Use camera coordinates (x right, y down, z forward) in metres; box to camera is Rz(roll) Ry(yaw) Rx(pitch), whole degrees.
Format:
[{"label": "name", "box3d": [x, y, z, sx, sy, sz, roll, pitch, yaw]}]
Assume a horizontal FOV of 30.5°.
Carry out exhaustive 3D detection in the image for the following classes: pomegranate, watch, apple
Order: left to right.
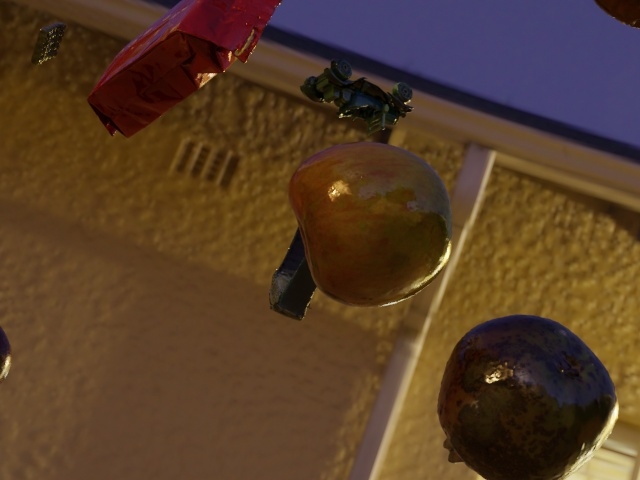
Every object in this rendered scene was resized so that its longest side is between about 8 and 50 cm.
[{"label": "watch", "box3d": [-0.001, 0.007, 1.954, 0.068, 0.275, 0.276, 25, 4, -9]}, {"label": "apple", "box3d": [0.061, -0.021, 1.362, 0.196, 0.196, 0.196, 18, -20, 7]}, {"label": "pomegranate", "box3d": [0.292, 0.274, 1.845, 0.285, 0.285, 0.341, 25, -40, -11]}]

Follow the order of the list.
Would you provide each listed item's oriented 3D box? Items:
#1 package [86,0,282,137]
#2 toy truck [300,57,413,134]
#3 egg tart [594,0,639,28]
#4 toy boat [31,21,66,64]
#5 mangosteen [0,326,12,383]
[{"label": "package", "box3d": [-0.247, -0.330, 2.072, 0.123, 0.196, 0.423, 43, -38, -21]}, {"label": "toy truck", "box3d": [0.050, -0.191, 1.640, 0.154, 0.078, 0.080, 16, -27, -35]}, {"label": "egg tart", "box3d": [0.325, -0.277, 1.080, 0.202, 0.147, 0.203, 8, -62, 16]}, {"label": "toy boat", "box3d": [-0.439, -0.319, 1.899, 0.016, 0.063, 0.115, 21, 16, -4]}, {"label": "mangosteen", "box3d": [-0.603, 0.187, 2.001, 0.145, 0.156, 0.181, 34, 8, -24]}]
